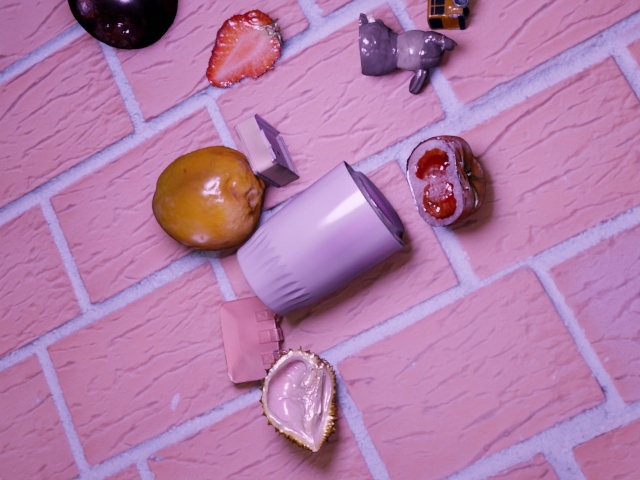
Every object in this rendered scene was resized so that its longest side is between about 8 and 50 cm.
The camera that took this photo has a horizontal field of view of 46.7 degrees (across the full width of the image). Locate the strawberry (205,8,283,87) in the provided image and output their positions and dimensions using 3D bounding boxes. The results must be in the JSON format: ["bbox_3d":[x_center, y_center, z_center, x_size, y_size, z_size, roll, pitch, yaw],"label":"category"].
[{"bbox_3d":[-0.207,-0.528,2.007,0.236,0.106,0.175,-14,116,13],"label":"strawberry"}]

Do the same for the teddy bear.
[{"bbox_3d":[0.206,-0.467,1.878,0.251,0.144,0.171,11,120,1],"label":"teddy bear"}]

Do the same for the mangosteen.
[{"bbox_3d":[-0.522,-0.676,2.014,0.297,0.297,0.313,25,67,16],"label":"mangosteen"}]

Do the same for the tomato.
[{"bbox_3d":[0.320,-0.143,1.779,0.181,0.155,0.214,-15,83,47],"label":"tomato"}]

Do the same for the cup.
[{"bbox_3d":[0.000,0.000,1.794,0.372,0.253,0.253,-35,75,9],"label":"cup"}]

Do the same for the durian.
[{"bbox_3d":[-0.048,0.384,1.811,0.183,0.138,0.249,-4,80,10],"label":"durian"}]

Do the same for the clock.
[{"bbox_3d":[-0.135,-0.227,1.892,0.071,0.192,0.147,-27,77,11],"label":"clock"}]

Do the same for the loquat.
[{"bbox_3d":[-0.286,-0.109,1.886,0.284,0.276,0.276,13,86,19],"label":"loquat"}]

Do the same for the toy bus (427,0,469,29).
[{"bbox_3d":[0.323,-0.645,1.882,0.114,0.098,0.201,1,84,14],"label":"toy bus"}]

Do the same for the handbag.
[{"bbox_3d":[-0.170,0.252,1.903,0.157,0.059,0.212,-12,81,14],"label":"handbag"}]
